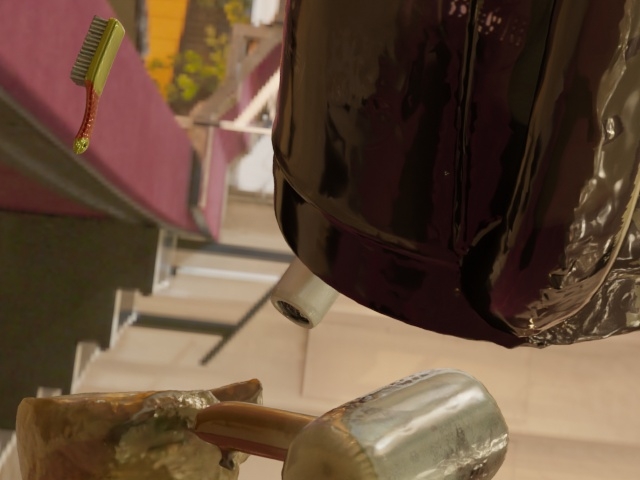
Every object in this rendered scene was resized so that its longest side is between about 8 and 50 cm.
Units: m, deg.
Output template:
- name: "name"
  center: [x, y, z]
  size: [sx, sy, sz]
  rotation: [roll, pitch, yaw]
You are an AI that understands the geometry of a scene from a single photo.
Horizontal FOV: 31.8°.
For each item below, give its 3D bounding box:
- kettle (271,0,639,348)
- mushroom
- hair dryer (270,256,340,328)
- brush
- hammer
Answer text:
- name: "kettle"
  center: [0.093, -0.127, 0.451]
  size: [0.321, 0.228, 0.324]
  rotation: [-77, 173, -59]
- name: "mushroom"
  center: [-0.195, 0.278, 1.303]
  size: [0.212, 0.292, 0.217]
  rotation: [152, -65, -68]
- name: "hair dryer"
  center: [0.000, 0.000, 1.268]
  size: [0.131, 0.073, 0.236]
  rotation: [-55, 165, -23]
- name: "brush"
  center: [-0.135, -0.090, 0.653]
  size: [0.019, 0.021, 0.083]
  rotation: [68, 34, -75]
- name: "hammer"
  center: [-0.008, 0.172, 0.959]
  size: [0.202, 0.305, 0.113]
  rotation: [-11, 96, -45]
